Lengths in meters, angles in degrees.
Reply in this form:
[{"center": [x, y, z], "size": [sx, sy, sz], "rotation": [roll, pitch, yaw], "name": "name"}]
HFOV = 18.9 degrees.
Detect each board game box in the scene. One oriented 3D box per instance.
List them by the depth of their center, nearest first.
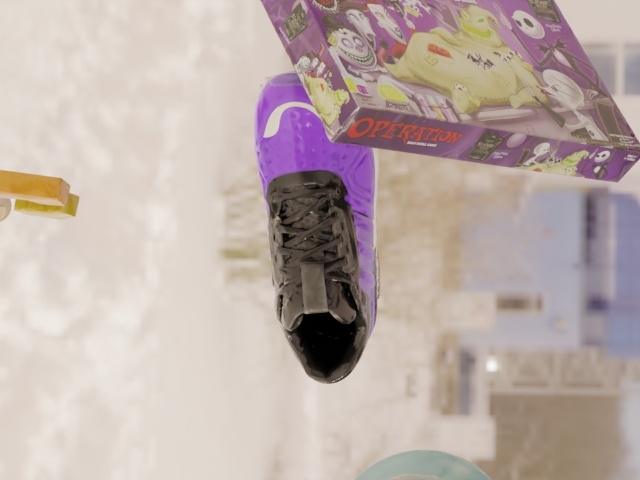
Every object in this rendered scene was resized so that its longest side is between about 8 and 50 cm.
[{"center": [0.108, -0.154, 1.618], "size": [0.056, 0.347, 0.208], "rotation": [-52, -129, 31], "name": "board game box"}]

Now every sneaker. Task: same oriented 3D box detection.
[{"center": [0.001, 0.000, 1.668], "size": [0.146, 0.102, 0.293], "rotation": [-79, 162, -55], "name": "sneaker"}]

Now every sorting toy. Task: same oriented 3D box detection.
[{"center": [-0.352, -0.061, 1.673], "size": [0.229, 0.307, 0.041], "rotation": [54, 45, -77], "name": "sorting toy"}]

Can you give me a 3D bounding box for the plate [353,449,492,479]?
[{"center": [0.087, 0.283, 1.799], "size": [0.024, 0.188, 0.188], "rotation": [49, 40, -59], "name": "plate"}]
